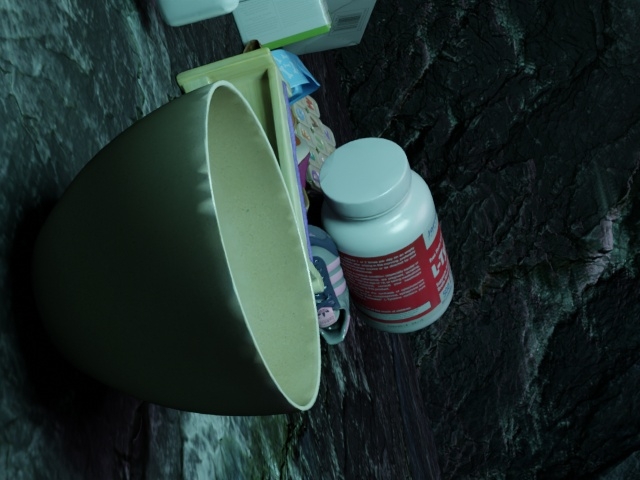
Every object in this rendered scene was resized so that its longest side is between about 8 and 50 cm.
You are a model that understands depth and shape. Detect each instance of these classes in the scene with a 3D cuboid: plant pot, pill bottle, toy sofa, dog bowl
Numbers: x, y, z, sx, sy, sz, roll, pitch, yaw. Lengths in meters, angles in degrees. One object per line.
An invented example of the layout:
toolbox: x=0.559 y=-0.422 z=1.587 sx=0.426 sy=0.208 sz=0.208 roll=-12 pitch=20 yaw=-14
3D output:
plant pot: x=-0.131 y=0.026 z=0.728 sx=0.284 sy=0.190 sz=0.284 roll=-14 pitch=90 yaw=-80
pill bottle: x=0.133 y=-0.007 z=1.726 sx=0.408 sy=0.229 sz=0.229 roll=67 pitch=13 yaw=-47
toy sofa: x=-0.095 y=-0.078 z=1.214 sx=0.177 sy=0.150 sz=0.363 roll=56 pitch=21 yaw=-59
dog bowl: x=-0.098 y=-0.268 z=1.480 sx=0.074 sy=0.166 sz=0.297 roll=63 pitch=11 yaw=-3

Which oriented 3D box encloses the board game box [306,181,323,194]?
board game box: x=0.042 y=-0.036 z=2.192 sx=0.316 sy=0.064 sz=0.242 roll=46 pitch=31 yaw=-71

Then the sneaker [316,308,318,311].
sneaker: x=-0.036 y=0.139 z=1.479 sx=0.061 sy=0.064 sz=0.158 roll=59 pitch=19 yaw=-60

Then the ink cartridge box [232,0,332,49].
ink cartridge box: x=-0.100 y=-0.538 z=1.749 sx=0.097 sy=0.188 sz=0.255 roll=-80 pitch=153 yaw=-66

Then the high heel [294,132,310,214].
high heel: x=-0.087 y=-0.069 z=1.509 sx=0.377 sy=0.127 sz=0.181 roll=-97 pitch=-163 yaw=-58

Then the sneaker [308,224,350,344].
sneaker: x=-0.001 y=0.089 z=1.617 sx=0.319 sy=0.112 sz=0.131 roll=59 pitch=16 yaw=-55

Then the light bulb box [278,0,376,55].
light bulb box: x=-0.023 y=-0.697 z=2.068 sx=0.358 sy=0.225 sz=0.361 roll=127 pitch=-50 yaw=-78

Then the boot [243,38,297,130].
boot: x=-0.112 y=-0.306 z=1.721 sx=0.197 sy=0.073 sz=0.152 roll=-103 pitch=169 yaw=-46

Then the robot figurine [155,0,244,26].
robot figurine: x=-0.193 y=-0.461 z=1.068 sx=0.300 sy=0.199 sz=0.353 roll=-60 pitch=137 yaw=-55

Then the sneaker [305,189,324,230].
sneaker: x=0.000 y=0.000 z=1.795 sx=0.267 sy=0.101 sz=0.106 roll=64 pitch=17 yaw=-47

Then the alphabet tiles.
alphabet tiles: x=-0.019 y=-0.239 z=2.022 sx=0.278 sy=0.021 sz=0.284 roll=23 pitch=48 yaw=-57
